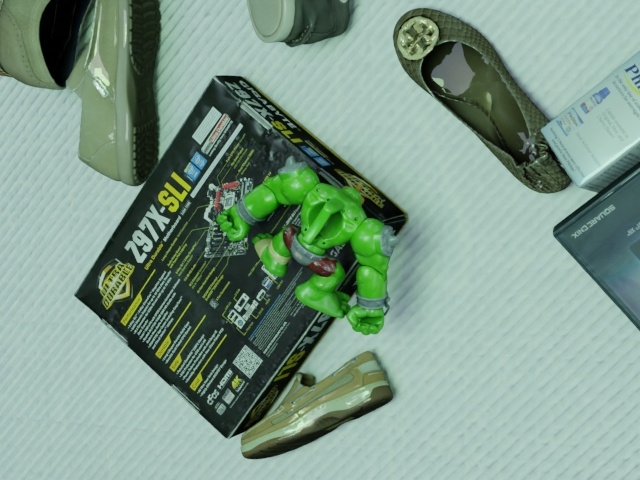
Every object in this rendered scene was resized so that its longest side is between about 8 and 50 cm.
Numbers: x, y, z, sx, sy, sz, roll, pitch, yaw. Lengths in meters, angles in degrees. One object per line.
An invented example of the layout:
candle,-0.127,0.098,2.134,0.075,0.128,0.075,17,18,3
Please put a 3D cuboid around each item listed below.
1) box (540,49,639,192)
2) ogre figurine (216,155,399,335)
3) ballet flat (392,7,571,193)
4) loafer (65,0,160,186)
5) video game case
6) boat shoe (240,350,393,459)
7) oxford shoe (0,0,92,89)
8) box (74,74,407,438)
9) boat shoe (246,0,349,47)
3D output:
box,0.298,-0.109,1.224,0.137,0.126,0.072,-39,68,23
ogre figurine,0.000,0.000,1.317,0.197,0.097,0.118,48,124,24
ballet flat,0.163,-0.143,1.325,0.084,0.058,0.250,-45,77,22
loafer,-0.240,-0.196,1.481,0.092,0.102,0.268,3,98,13
video game case,0.380,0.032,1.211,0.196,0.026,0.274,-40,98,23
boat shoe,-0.012,0.180,1.447,0.190,0.068,0.072,-27,72,15
oxford shoe,-0.297,-0.340,1.482,0.130,0.123,0.348,25,116,29
box,-0.095,0.020,1.455,0.257,0.079,0.322,41,110,17
boat shoe,-0.036,-0.371,1.388,0.112,0.096,0.335,-8,88,56
